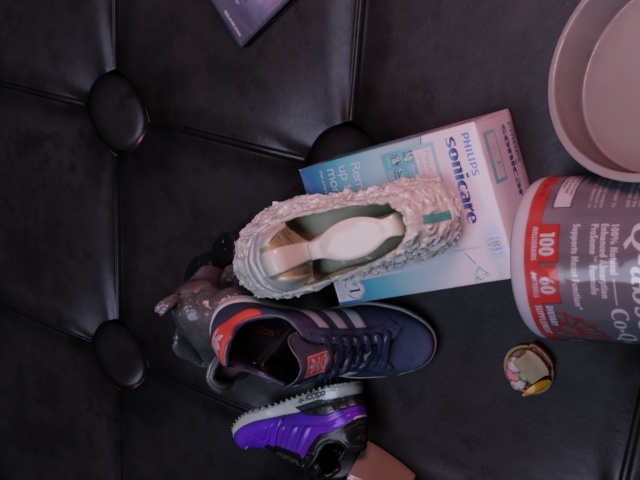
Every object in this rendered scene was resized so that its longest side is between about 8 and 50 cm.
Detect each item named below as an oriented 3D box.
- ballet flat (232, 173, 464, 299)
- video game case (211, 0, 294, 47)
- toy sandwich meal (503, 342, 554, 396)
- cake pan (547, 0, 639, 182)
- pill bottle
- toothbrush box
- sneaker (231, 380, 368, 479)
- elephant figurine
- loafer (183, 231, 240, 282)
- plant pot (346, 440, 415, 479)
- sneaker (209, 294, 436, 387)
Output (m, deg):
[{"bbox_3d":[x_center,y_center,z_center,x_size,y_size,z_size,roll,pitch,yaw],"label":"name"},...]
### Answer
[{"bbox_3d":[0.000,0.000,1.262,0.408,0.147,0.147,-18,95,38],"label":"ballet flat"},{"bbox_3d":[-0.084,-0.454,1.395,0.274,0.026,0.196,-35,84,38],"label":"video game case"},{"bbox_3d":[0.302,0.190,1.338,0.085,0.029,0.086,12,112,31],"label":"toy sandwich meal"},{"bbox_3d":[0.398,-0.201,1.049,0.293,0.054,0.293,-21,62,44],"label":"cake pan"},{"bbox_3d":[0.428,0.021,1.082,0.362,0.210,0.210,-1,105,35],"label":"pill bottle"},{"bbox_3d":[0.145,-0.042,1.311,0.295,0.126,0.217,-11,99,35],"label":"toothbrush box"},{"bbox_3d":[-0.036,0.341,1.553,0.293,0.102,0.146,-27,71,38],"label":"sneaker"},{"bbox_3d":[-0.158,0.172,1.517,0.185,0.169,0.240,0,114,2],"label":"elephant figurine"},{"bbox_3d":[-0.176,0.043,1.598,0.170,0.061,0.062,-36,67,38],"label":"loafer"},{"bbox_3d":[0.097,0.417,1.514,0.096,0.109,0.109,18,115,16],"label":"plant pot"},{"bbox_3d":[0.007,0.166,1.371,0.349,0.148,0.131,3,106,-5],"label":"sneaker"}]
